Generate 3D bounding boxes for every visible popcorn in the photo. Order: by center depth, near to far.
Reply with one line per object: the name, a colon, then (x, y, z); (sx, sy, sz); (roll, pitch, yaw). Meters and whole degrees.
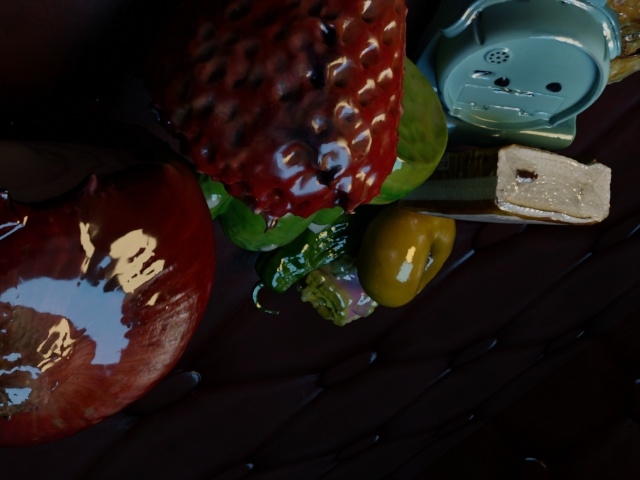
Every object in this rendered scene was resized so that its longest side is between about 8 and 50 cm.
popcorn: (0.028, 0.059, 1.375); (0.145, 0.126, 0.126); (17, 119, -21)

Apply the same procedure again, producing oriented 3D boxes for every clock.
clock: (0.225, -0.206, 1.017); (0.223, 0.094, 0.274); (5, 155, -7)

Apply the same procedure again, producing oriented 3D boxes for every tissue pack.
tissue pack: (0.229, -0.066, 1.137); (0.183, 0.092, 0.226); (3, 179, -27)

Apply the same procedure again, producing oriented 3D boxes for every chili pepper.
chili pepper: (-0.001, 0.000, 1.281); (0.256, 0.074, 0.100); (-32, 138, -8)

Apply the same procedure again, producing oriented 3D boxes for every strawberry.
strawberry: (-0.010, -0.141, 0.798); (0.280, 0.253, 0.150); (-35, -164, 9)

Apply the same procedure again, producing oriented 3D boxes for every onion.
onion: (-0.273, 0.033, 0.802); (0.341, 0.341, 0.341); (-23, 154, -12)

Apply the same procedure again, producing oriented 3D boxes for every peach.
peach: (0.121, 0.016, 1.280); (0.179, 0.103, 0.179); (-46, 157, -26)

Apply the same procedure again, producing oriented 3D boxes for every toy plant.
toy plant: (-0.015, -0.088, 1.046); (0.224, 0.185, 0.315); (9, 151, -43)

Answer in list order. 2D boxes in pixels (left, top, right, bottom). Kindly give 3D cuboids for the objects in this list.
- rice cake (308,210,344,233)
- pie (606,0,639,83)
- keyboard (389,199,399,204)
rice cake: (0.047, -0.099, 1.171); (0.221, 0.042, 0.080); (-39, 120, 22)
pie: (0.364, -0.285, 1.133); (0.339, 0.077, 0.339); (-21, 153, -11)
keyboard: (0.141, -0.095, 1.300); (0.087, 0.017, 0.251); (-38, 163, -35)
